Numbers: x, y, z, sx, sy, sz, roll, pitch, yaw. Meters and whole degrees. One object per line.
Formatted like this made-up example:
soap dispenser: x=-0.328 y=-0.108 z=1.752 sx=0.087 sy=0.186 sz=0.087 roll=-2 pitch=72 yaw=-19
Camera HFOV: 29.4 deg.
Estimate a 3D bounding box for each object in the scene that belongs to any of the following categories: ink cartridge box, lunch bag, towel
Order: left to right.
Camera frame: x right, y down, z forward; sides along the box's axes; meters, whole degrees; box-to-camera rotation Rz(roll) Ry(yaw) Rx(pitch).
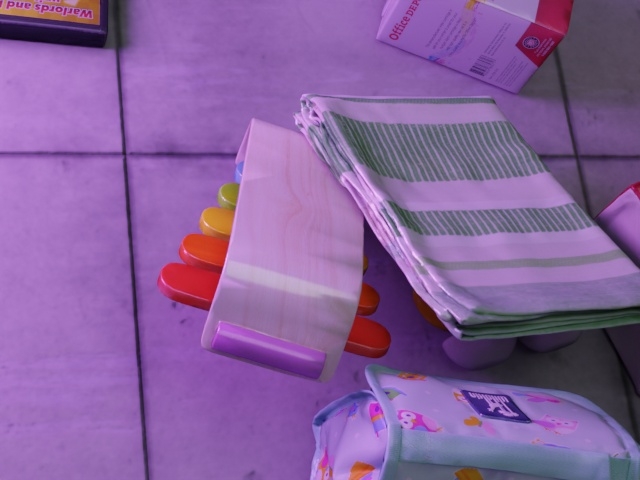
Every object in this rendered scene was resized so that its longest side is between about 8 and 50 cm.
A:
lunch bag: x=0.120 y=0.199 z=1.040 sx=0.223 sy=0.262 sz=0.160 roll=10 pitch=66 yaw=-11
towel: x=0.142 y=-0.036 z=1.117 sx=0.247 sy=0.038 sz=0.325 roll=-3 pitch=40 yaw=-30
ink cartridge box: x=0.169 y=-0.267 z=1.320 sx=0.176 sy=0.128 sz=0.127 roll=19 pitch=64 yaw=-9

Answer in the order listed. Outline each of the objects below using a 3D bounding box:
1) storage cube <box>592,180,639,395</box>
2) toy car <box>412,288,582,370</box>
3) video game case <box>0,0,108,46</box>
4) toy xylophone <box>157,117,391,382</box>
storage cube: x=0.393 y=0.021 z=1.225 sx=0.193 sy=0.215 sz=0.184 roll=-21 pitch=76 yaw=-17
toy car: x=0.187 y=0.030 z=1.198 sx=0.182 sy=0.136 sz=0.159 roll=-11 pitch=72 yaw=-20
video game case: x=-0.354 y=-0.323 z=1.242 sx=0.274 sy=0.035 sz=0.248 roll=3 pitch=67 yaw=-16
toy xylophone: x=0.000 y=0.000 z=1.102 sx=0.236 sy=0.081 sz=0.323 roll=21 pitch=33 yaw=-1
